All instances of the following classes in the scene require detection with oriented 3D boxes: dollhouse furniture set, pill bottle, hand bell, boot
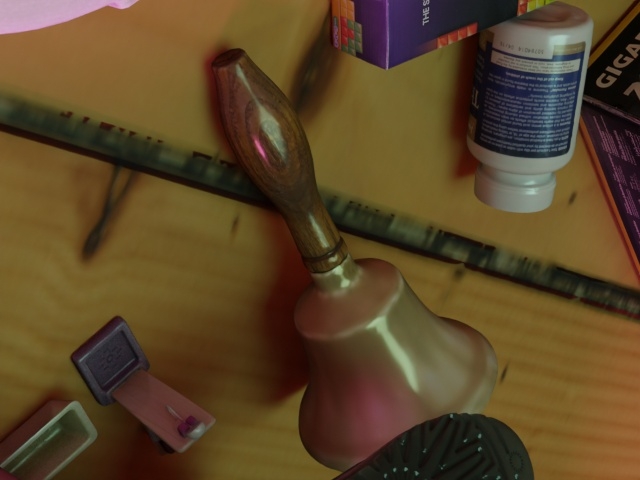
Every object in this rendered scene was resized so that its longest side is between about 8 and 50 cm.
[{"bbox_3d":[-0.108,0.120,0.826,0.114,0.081,0.091,-41,136,-20],"label":"dollhouse furniture set"},{"bbox_3d":[0.124,-0.081,0.953,0.067,0.067,0.120,-18,124,-38],"label":"pill bottle"},{"bbox_3d":[0.000,0.000,0.867,0.126,0.126,0.242,-40,124,-21],"label":"hand bell"},{"bbox_3d":[-0.012,0.156,0.853,0.189,0.208,0.076,-14,80,-32],"label":"boot"}]

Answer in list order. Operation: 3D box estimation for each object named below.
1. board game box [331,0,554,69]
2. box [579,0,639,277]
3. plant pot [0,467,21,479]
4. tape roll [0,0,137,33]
[{"bbox_3d":[0.071,-0.194,0.849,0.141,0.048,0.170,-27,129,-34],"label":"board game box"},{"bbox_3d":[0.320,-0.083,1.143,0.257,0.079,0.322,-46,137,-13],"label":"box"},{"bbox_3d":[-0.181,0.178,0.716,0.201,0.201,0.180,-46,122,-16],"label":"plant pot"},{"bbox_3d":[-0.091,-0.255,0.510,0.392,0.072,0.392,-39,144,-35],"label":"tape roll"}]
